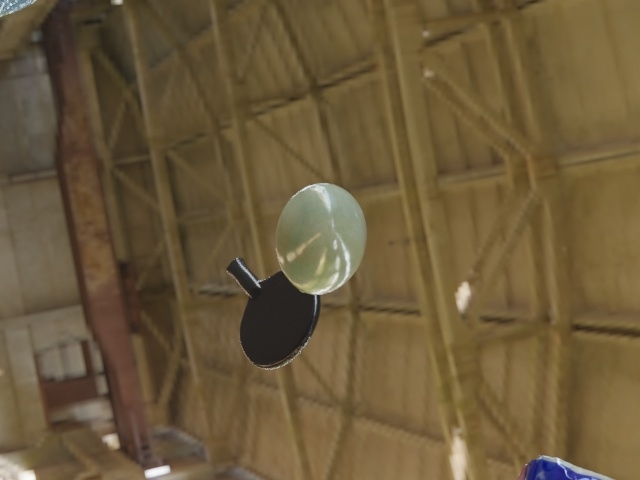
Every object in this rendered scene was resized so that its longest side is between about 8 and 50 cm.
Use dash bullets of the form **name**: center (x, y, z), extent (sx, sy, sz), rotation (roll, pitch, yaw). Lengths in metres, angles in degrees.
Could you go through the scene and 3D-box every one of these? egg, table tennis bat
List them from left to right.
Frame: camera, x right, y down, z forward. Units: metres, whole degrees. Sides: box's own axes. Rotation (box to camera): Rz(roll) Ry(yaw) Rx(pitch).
- **table tennis bat**: center (-0.077, 0.092, 2.000), extent (0.150, 0.027, 0.236), rotation (-53, -141, 7)
- **egg**: center (0.000, 0.000, 1.724), extent (0.114, 0.114, 0.152), rotation (-121, -145, -49)

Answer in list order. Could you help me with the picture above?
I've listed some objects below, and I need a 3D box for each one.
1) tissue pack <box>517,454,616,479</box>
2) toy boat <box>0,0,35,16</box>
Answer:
- **tissue pack**: center (0.232, 0.342, 1.164), extent (0.137, 0.209, 0.269), rotation (67, 42, -70)
- **toy boat**: center (-0.327, -0.360, 1.462), extent (0.215, 0.330, 0.123), rotation (59, -18, -23)
